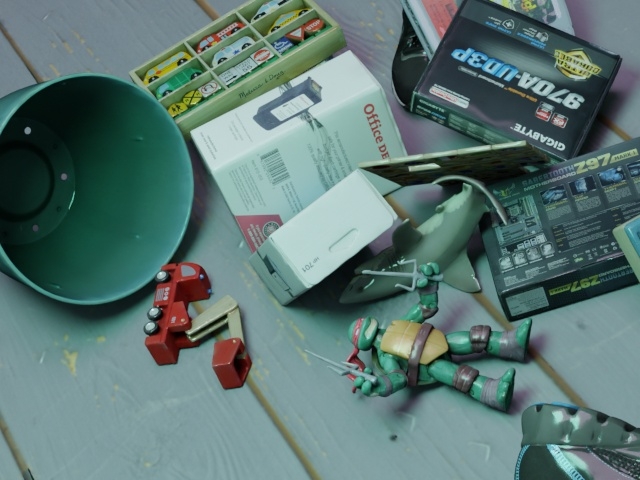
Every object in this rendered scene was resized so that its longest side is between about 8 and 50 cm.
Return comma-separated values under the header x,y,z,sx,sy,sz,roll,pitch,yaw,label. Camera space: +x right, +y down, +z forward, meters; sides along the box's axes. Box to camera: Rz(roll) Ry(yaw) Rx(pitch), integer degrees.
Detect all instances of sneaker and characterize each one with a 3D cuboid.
x,y,z,sx,sy,sz,roll,pitch,yaw,label
0.141,-0.307,2.112,0.107,0.124,0.283,-6,46,19,sneaker
0.358,0.256,1.499,0.341,0.125,0.139,7,79,26,sneaker

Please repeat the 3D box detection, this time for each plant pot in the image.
x,y,z,sx,sy,sz,roll,pitch,yaw,label
-0.351,-0.071,1.998,0.293,0.293,0.235,-48,28,-23,plant pot

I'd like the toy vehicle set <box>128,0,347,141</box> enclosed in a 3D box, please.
x,y,z,sx,sy,sz,roll,pitch,yaw,label
-0.115,-0.249,2.079,0.267,0.035,0.166,-32,42,-9,toy vehicle set

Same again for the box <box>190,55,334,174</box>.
x,y,z,sx,sy,sz,roll,pitch,yaw,label
-0.072,-0.179,2.096,0.203,0.103,0.114,-8,46,17,box

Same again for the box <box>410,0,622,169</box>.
x,y,z,sx,sy,sz,roll,pitch,yaw,label
0.249,-0.199,1.933,0.220,0.051,0.175,25,67,9,box

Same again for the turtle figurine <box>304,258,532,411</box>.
x,y,z,sx,sy,sz,roll,pitch,yaw,label
0.112,0.114,1.720,0.234,0.118,0.175,13,70,14,turtle figurine

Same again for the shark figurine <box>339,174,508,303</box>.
x,y,z,sx,sy,sz,roll,pitch,yaw,label
0.160,0.005,1.798,0.166,0.278,0.116,-24,76,-43,shark figurine

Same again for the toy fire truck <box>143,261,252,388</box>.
x,y,z,sx,sy,sz,roll,pitch,yaw,label
-0.148,0.101,1.897,0.135,0.047,0.192,-8,45,16,toy fire truck

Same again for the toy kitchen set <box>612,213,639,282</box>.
x,y,z,sx,sy,sz,roll,pitch,yaw,label
0.452,-0.017,1.625,0.207,0.166,0.122,-28,87,-13,toy kitchen set

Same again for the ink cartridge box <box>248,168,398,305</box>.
x,y,z,sx,sy,sz,roll,pitch,yaw,label
0.000,0.000,1.830,0.140,0.190,0.082,-37,88,-14,ink cartridge box

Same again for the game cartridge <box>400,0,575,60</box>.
x,y,z,sx,sy,sz,roll,pitch,yaw,label
0.219,-0.316,2.034,0.196,0.060,0.294,-23,74,-9,game cartridge

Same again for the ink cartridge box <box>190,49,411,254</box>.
x,y,z,sx,sy,sz,roll,pitch,yaw,label
-0.020,-0.109,1.955,0.237,0.172,0.100,-27,43,-3,ink cartridge box

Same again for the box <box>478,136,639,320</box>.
x,y,z,sx,sy,sz,roll,pitch,yaw,label
0.308,-0.017,1.803,0.233,0.059,0.183,-18,44,8,box

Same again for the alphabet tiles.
x,y,z,sx,sy,sz,roll,pitch,yaw,label
0.174,-0.089,1.834,0.198,0.237,0.009,-7,84,18,alphabet tiles
